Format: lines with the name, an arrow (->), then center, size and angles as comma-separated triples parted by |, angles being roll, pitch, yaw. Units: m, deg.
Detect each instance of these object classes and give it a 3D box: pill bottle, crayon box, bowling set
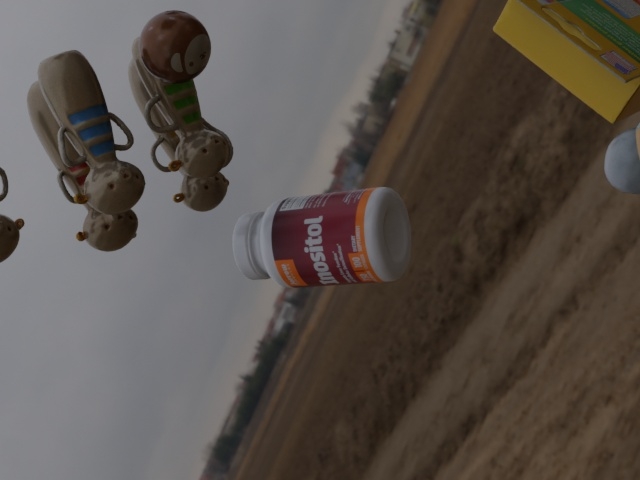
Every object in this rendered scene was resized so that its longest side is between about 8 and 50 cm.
pill bottle -> 0.000, 0.000, 0.968 | 0.086, 0.152, 0.086 | 19, -112, -60
crayon box -> 0.367, -0.262, 1.348 | 0.323, 0.203, 0.083 | -24, -30, -44
bowling set -> -0.151, -0.076, 0.826 | 0.287, 0.154, 0.200 | -27, 7, -40

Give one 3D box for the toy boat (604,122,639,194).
toy boat -> 0.311, -0.094, 0.860 | 0.318, 0.148, 0.267 | 44, -126, -71
